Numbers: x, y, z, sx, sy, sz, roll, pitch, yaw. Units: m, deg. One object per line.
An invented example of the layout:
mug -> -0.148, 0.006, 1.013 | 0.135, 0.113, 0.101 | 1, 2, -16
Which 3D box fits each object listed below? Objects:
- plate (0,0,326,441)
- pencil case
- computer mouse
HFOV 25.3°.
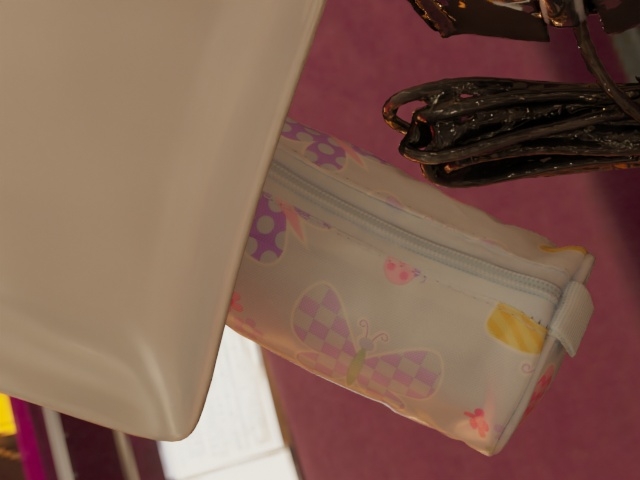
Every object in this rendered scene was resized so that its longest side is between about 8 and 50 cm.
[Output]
plate -> -0.154, -0.061, 0.608 | 0.045, 0.277, 0.278 | -76, 3, -57
pencil case -> 0.000, 0.000, 0.716 | 0.273, 0.113, 0.124 | 27, 138, 9
computer mouse -> 0.090, -0.081, 0.331 | 0.262, 0.184, 0.060 | 74, -161, -54
